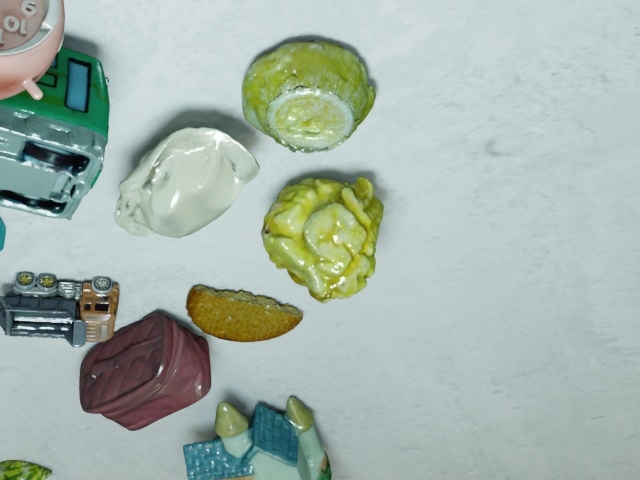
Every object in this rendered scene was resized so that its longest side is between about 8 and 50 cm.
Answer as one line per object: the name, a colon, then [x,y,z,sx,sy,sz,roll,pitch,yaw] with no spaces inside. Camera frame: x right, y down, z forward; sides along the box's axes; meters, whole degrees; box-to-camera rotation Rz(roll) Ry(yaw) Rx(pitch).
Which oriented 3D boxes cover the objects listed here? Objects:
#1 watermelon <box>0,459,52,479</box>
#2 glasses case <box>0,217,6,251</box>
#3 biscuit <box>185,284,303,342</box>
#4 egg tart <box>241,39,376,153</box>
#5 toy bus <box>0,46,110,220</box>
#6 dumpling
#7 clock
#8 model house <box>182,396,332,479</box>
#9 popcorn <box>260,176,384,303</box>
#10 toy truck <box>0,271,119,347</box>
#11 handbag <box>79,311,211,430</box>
watermelon: [-0.631,0.496,2.499,0.163,0.069,0.087,-24,137,25]
glasses case: [-0.636,-0.011,1.859,0.300,0.070,0.117,-7,141,4]
biscuit: [-0.142,0.129,2.122,0.206,0.025,0.126,17,137,-23]
egg tart: [-0.020,-0.186,1.695,0.197,0.078,0.197,-2,140,-1]
toy bus: [-0.441,-0.170,1.566,0.343,0.200,0.183,14,145,-23]
dumpling: [-0.203,-0.079,1.766,0.250,0.132,0.162,-33,138,31]
clock: [-0.413,-0.255,1.437,0.227,0.241,0.142,15,141,-24]
model house: [-0.137,0.393,2.367,0.267,0.194,0.325,-9,128,10]
popcorn: [0.001,-0.001,1.856,0.185,0.167,0.188,13,127,27]
toy truck: [-0.425,0.113,2.017,0.192,0.092,0.083,4,140,-11]
handbag: [-0.304,0.227,2.133,0.225,0.147,0.135,-27,140,28]
